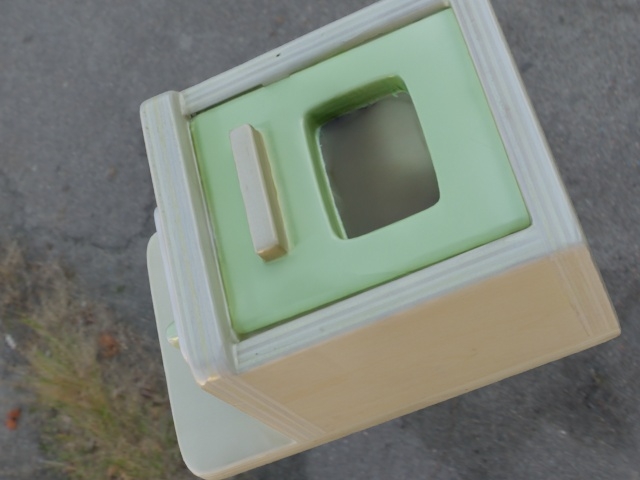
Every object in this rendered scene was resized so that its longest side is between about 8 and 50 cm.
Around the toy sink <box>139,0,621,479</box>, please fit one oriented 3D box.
[{"bbox_3d":[0.000,0.000,0.515,0.234,0.131,0.153,-21,62,14],"label":"toy sink"}]
